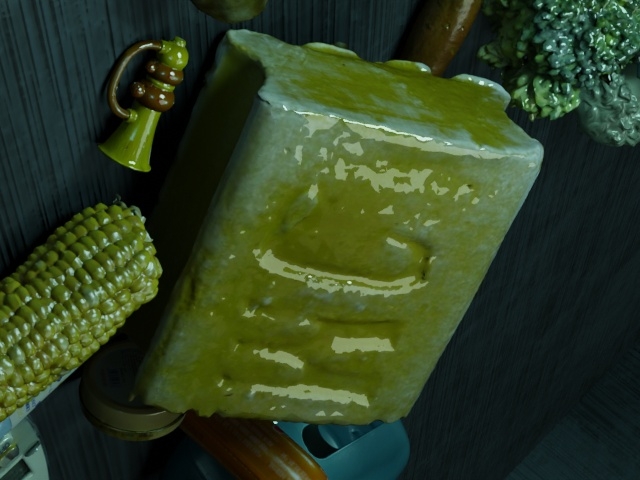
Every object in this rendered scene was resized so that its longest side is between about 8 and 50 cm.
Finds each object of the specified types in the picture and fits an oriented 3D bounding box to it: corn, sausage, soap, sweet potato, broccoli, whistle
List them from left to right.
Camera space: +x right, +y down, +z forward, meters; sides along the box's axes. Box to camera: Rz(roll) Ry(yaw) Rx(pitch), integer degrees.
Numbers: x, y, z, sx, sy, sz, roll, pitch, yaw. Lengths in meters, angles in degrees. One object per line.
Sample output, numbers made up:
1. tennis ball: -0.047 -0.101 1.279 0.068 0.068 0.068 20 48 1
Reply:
1. corn: -0.254 0.087 1.176 0.313 0.102 0.102 -39 156 -20
2. whistle: -0.143 -0.113 1.167 0.046 0.057 0.109 -117 -133 -65
3. sausage: -0.071 0.215 1.540 0.071 0.234 0.071 -42 156 -24
4. soap: 0.000 0.000 1.326 0.293 0.156 0.335 11 121 -26
5. sweet potato: 0.107 -0.188 1.498 0.057 0.057 0.265 -23 149 -49
6. broccoli: 0.271 -0.241 1.542 0.243 0.247 0.263 160 -64 -70

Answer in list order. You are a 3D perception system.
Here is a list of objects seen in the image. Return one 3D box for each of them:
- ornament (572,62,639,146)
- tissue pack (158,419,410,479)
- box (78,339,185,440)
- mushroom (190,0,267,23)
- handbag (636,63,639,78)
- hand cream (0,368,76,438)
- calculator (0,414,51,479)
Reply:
1. ornament: 0.443 -0.224 2.005 0.285 0.120 0.130 -35 141 -36
2. tissue pack: -0.029 0.251 1.710 0.287 0.198 0.206 -18 158 -52
3. box: -0.174 0.140 1.396 0.105 0.105 0.037 -30 145 -41
4. mushroom: 0.004 -0.281 1.121 0.312 0.081 0.100 -46 161 -23
5. handbag: 0.482 -0.357 1.855 0.268 0.100 0.274 -39 142 -39
6. hand cream: -0.235 0.105 1.278 0.171 0.043 0.065 -46 137 -42
7. calculator: -0.325 0.211 1.303 0.177 0.040 0.268 -43 156 -20
